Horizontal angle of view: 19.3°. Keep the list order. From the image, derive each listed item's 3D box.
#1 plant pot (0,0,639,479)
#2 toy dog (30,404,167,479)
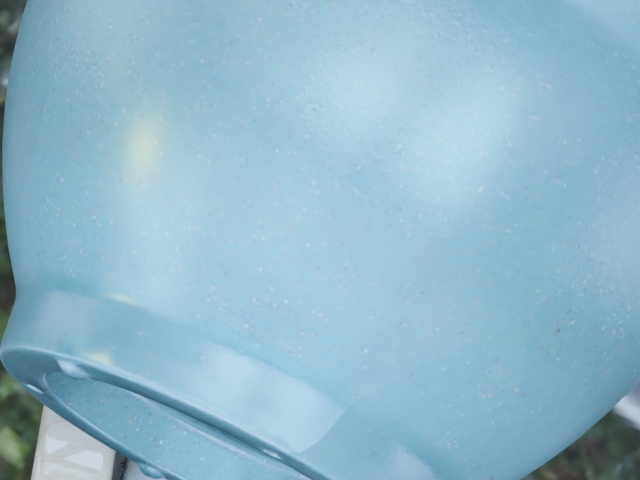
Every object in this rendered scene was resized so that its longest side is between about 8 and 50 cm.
[{"bbox_3d":[0.000,0.000,0.706,0.293,0.196,0.293,23,163,7],"label":"plant pot"},{"bbox_3d":[-0.082,0.182,0.977,0.220,0.161,0.334,7,159,12],"label":"toy dog"}]
